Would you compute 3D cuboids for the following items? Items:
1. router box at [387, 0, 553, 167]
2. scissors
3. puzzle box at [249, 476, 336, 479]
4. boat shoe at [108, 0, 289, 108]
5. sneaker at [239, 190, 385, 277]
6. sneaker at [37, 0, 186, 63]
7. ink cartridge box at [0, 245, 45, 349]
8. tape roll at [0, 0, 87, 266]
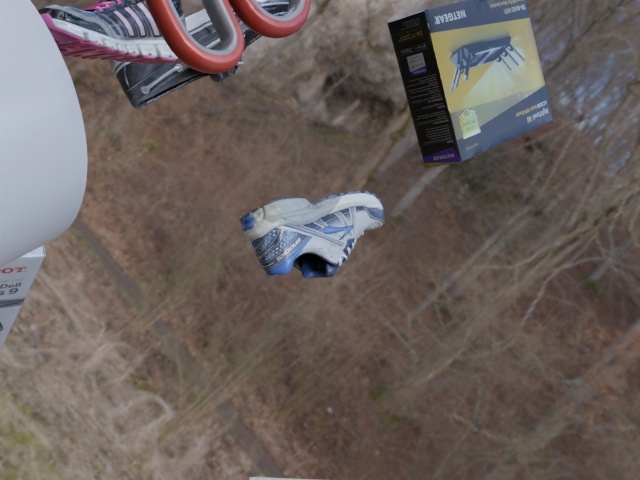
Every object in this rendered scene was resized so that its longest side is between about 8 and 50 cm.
[{"bbox_3d":[0.263,-0.281,1.366,0.081,0.309,0.243,-5,-74,46],"label":"router box"},{"bbox_3d":[-0.086,-0.242,0.455,0.021,0.109,0.297,-11,-80,55],"label":"scissors"},{"bbox_3d":[0.052,0.377,0.854,0.409,0.272,0.052,97,-5,-45],"label":"puzzle box"},{"bbox_3d":[-0.158,-0.286,1.204,0.102,0.301,0.108,63,-13,4],"label":"boat shoe"},{"bbox_3d":[0.000,0.000,0.590,0.052,0.135,0.058,-23,-100,44],"label":"sneaker"},{"bbox_3d":[-0.182,-0.201,0.721,0.063,0.170,0.075,3,-83,36],"label":"sneaker"},{"bbox_3d":[-0.517,0.051,1.082,0.289,0.211,0.121,-49,-125,43],"label":"ink cartridge box"},{"bbox_3d":[-0.306,-0.073,0.551,0.246,0.169,0.246,16,-58,28],"label":"tape roll"}]
